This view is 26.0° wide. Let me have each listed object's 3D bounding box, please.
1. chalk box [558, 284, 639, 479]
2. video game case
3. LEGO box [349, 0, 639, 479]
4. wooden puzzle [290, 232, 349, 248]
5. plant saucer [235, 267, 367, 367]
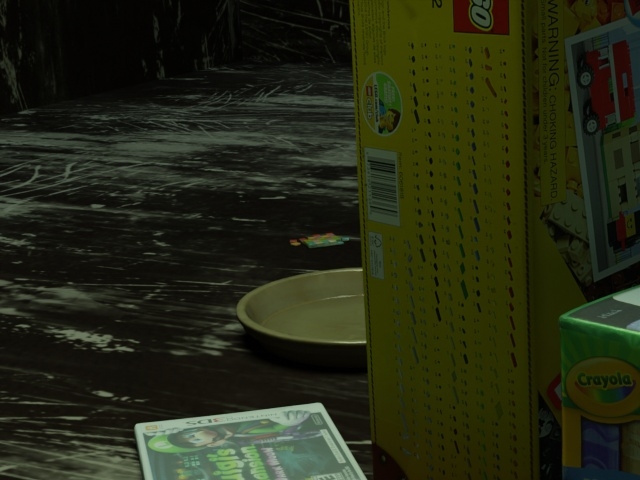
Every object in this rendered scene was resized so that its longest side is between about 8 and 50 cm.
[{"bbox_3d":[0.265,0.116,0.827,0.180,0.289,0.179,-15,18,-39],"label":"chalk box"},{"bbox_3d":[-0.063,0.185,1.163,0.173,0.022,0.190,-6,15,-11],"label":"video game case"},{"bbox_3d":[0.228,-0.048,1.061,0.372,0.500,0.193,-13,17,-34],"label":"LEGO box"},{"bbox_3d":[0.000,0.000,1.914,0.083,0.006,0.049,-7,15,-18],"label":"wooden puzzle"},{"bbox_3d":[0.047,0.083,1.510,0.277,0.041,0.278,-2,13,1],"label":"plant saucer"}]
